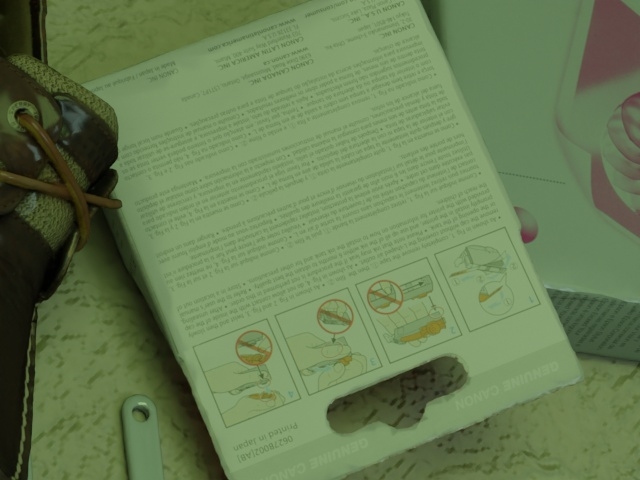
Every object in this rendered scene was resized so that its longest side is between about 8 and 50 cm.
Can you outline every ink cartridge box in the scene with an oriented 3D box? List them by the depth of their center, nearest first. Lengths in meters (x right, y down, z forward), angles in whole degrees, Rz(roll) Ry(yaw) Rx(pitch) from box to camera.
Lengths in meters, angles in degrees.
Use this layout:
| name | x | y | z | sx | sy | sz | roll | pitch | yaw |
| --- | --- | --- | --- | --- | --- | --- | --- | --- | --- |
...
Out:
| name | x | y | z | sx | sy | sz | roll | pitch | yaw |
| --- | --- | --- | --- | --- | --- | --- | --- | --- | --- |
| ink cartridge box | 0.000 | 0.000 | 0.901 | 0.181 | 0.056 | 0.225 | -21 | 79 | -11 |
| ink cartridge box | 0.208 | -0.080 | 1.059 | 0.330 | 0.071 | 0.324 | 8 | 56 | -17 |

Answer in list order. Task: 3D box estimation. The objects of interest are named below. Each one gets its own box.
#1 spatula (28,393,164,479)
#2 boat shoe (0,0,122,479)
| name | x | y | z | sx | sy | sz | roll | pitch | yaw |
| --- | --- | --- | --- | --- | --- | --- | --- | --- | --- |
| spatula | -0.071 | 0.164 | 0.814 | 0.168 | 0.019 | 0.242 | 1 | 59 | -21 |
| boat shoe | -0.150 | -0.039 | 0.823 | 0.123 | 0.123 | 0.342 | -17 | 55 | 9 |
